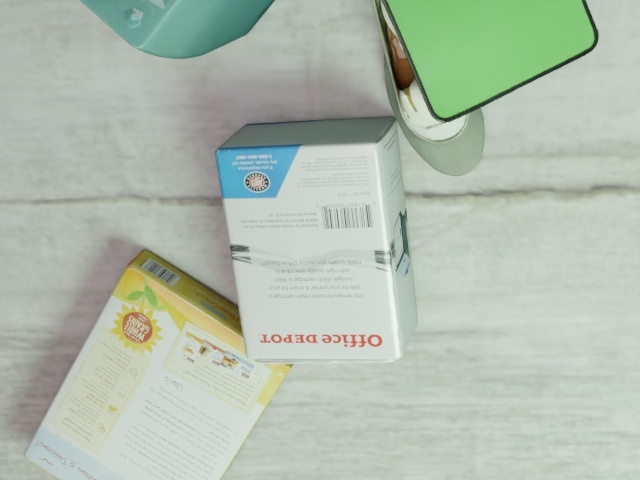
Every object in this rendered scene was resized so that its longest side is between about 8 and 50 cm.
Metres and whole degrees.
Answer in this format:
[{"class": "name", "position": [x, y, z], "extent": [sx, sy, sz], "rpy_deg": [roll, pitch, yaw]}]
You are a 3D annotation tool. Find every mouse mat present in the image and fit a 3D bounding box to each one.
[{"class": "mouse mat", "position": [0.118, -0.203, 1.142], "extent": [0.152, 0.007, 0.189], "rpy_deg": [-26, 104, -8]}]

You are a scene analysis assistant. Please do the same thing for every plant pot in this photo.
[{"class": "plant pot", "position": [-0.103, -0.235, 1.105], "extent": [0.166, 0.234, 0.165], "rpy_deg": [41, 115, -4]}]

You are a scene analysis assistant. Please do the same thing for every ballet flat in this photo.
[{"class": "ballet flat", "position": [0.077, -0.143, 1.183], "extent": [0.072, 0.068, 0.213], "rpy_deg": [-10, 108, 18]}]

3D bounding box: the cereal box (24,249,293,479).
[{"class": "cereal box", "position": [-0.148, 0.150, 1.369], "extent": [0.173, 0.047, 0.240], "rpy_deg": [33, 116, 1]}]

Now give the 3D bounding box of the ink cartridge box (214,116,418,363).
[{"class": "ink cartridge box", "position": [0.000, 0.000, 1.252], "extent": [0.140, 0.082, 0.190], "rpy_deg": [-1, 111, 16]}]
